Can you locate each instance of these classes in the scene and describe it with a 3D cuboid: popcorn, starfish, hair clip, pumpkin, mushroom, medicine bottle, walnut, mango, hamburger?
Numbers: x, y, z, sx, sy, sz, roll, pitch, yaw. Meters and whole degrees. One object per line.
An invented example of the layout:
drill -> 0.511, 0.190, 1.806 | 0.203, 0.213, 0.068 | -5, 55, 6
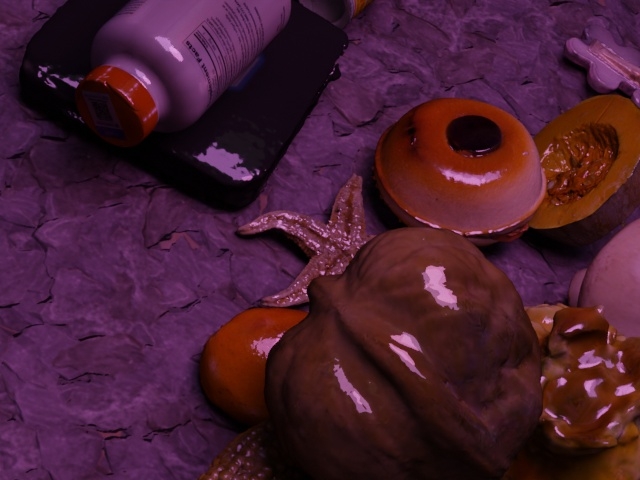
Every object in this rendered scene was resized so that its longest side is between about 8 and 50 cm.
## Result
popcorn -> 0.279, 0.196, 1.817 | 0.258, 0.270, 0.224 | 7, 24, 45
starfish -> 0.000, -0.002, 1.972 | 0.247, 0.050, 0.138 | -23, 64, -39
hair clip -> 0.480, -0.233, 2.361 | 0.257, 0.075, 0.146 | 31, 45, 10
pumpkin -> 0.363, -0.077, 2.116 | 0.110, 0.217, 0.217 | 48, 40, -29
mushroom -> 0.414, 0.082, 1.989 | 0.254, 0.260, 0.234 | -26, 30, -28
medicine bottle -> -0.170, -0.233, 1.896 | 0.157, 0.157, 0.288 | 35, 54, 5
walnut -> 0.091, 0.139, 1.652 | 0.277, 0.282, 0.253 | 46, 24, -40
mango -> -0.026, 0.149, 1.801 | 0.217, 0.102, 0.141 | 18, 53, -8
hamburger -> 0.178, -0.087, 2.055 | 0.237, 0.147, 0.236 | 6, 45, -6

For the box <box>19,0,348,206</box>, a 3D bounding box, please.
box -> -0.169, -0.232, 2.054 | 0.350, 0.091, 0.359 | 29, 48, 2

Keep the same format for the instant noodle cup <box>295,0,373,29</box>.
instant noodle cup -> 0.041, -0.402, 2.237 | 0.193, 0.193, 0.212 | 34, 56, 4

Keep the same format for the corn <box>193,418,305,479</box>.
corn -> -0.106, 0.281, 1.672 | 0.086, 0.086, 0.288 | 40, 49, 10
